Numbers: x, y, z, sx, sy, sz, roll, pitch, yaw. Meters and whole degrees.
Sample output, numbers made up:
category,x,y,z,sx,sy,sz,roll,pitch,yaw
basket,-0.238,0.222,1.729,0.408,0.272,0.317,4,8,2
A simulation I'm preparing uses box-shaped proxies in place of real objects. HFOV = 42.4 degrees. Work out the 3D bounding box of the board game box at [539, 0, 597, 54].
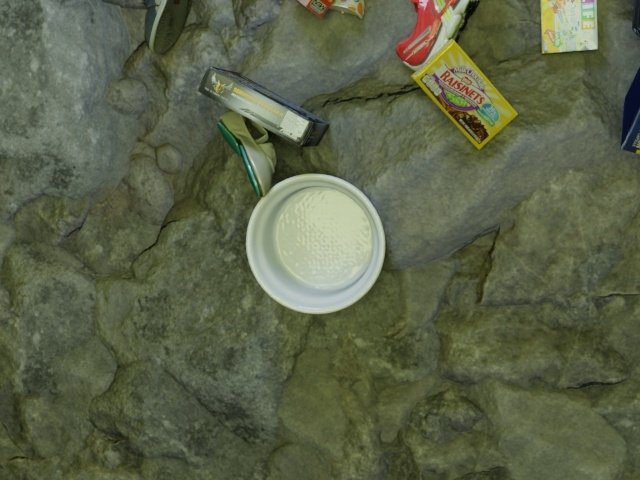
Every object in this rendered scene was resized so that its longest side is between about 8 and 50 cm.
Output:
category,x,y,z,sx,sy,sz,roll,pitch,yaw
board game box,0.474,-0.438,1.579,0.103,0.026,0.154,-3,96,11

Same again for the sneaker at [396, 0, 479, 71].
category,x,y,z,sx,sy,sz,roll,pitch,yaw
sneaker,0.233,-0.460,1.584,0.118,0.107,0.279,31,101,11

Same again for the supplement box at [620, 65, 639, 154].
category,x,y,z,sx,sy,sz,roll,pitch,yaw
supplement box,0.736,-0.234,1.434,0.357,0.195,0.194,17,133,8

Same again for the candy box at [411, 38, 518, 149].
category,x,y,z,sx,sy,sz,roll,pitch,yaw
candy box,0.280,-0.280,1.593,0.105,0.027,0.206,-44,114,11

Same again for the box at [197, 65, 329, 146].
category,x,y,z,sx,sy,sz,roll,pitch,yaw
box,-0.107,-0.263,1.630,0.231,0.183,0.056,30,102,6

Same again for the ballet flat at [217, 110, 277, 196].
category,x,y,z,sx,sy,sz,roll,pitch,yaw
ballet flat,-0.133,-0.185,1.650,0.086,0.086,0.248,-42,50,13

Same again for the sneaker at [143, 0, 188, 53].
category,x,y,z,sx,sy,sz,roll,pitch,yaw
sneaker,-0.341,-0.507,1.708,0.118,0.083,0.222,26,109,26

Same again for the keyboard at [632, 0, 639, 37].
category,x,y,z,sx,sy,sz,roll,pitch,yaw
keyboard,0.651,-0.426,1.432,0.202,0.317,0.033,13,141,13

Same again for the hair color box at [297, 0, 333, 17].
category,x,y,z,sx,sy,sz,roll,pitch,yaw
hair color box,0.012,-0.534,1.619,0.167,0.053,0.093,-54,48,13

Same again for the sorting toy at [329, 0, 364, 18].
category,x,y,z,sx,sy,sz,roll,pitch,yaw
sorting toy,0.052,-0.493,1.650,0.083,0.045,0.075,15,80,8

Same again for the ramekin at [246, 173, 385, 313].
category,x,y,z,sx,sy,sz,roll,pitch,yaw
ramekin,0.000,0.000,1.667,0.277,0.135,0.277,1,98,11
